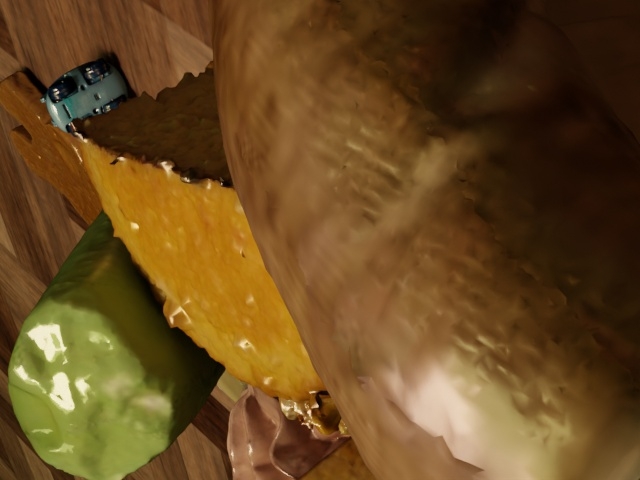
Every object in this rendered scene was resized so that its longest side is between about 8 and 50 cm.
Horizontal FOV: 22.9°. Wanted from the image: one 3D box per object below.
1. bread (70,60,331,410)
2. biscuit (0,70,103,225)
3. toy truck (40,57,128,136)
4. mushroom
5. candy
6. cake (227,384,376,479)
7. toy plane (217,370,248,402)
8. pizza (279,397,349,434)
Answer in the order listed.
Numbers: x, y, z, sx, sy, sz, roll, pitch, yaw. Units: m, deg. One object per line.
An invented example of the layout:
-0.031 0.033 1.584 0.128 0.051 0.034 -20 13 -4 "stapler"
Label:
0.000 0.000 0.996 0.340 0.194 0.179 21 128 48 "bread"
-0.250 -0.077 1.600 0.236 0.040 0.144 38 158 32 "biscuit"
-0.215 -0.132 1.422 0.056 0.073 0.090 65 169 -21 "toy truck"
0.049 -0.074 0.653 0.397 0.314 0.224 45 148 17 "mushroom"
-0.125 0.039 1.173 0.142 0.343 0.132 42 116 -7 "candy"
0.015 0.156 1.206 0.178 0.208 0.185 62 174 0 "cake"
-0.117 0.056 1.416 0.256 0.104 0.242 47 178 -15 "toy plane"
0.075 0.108 1.088 0.199 0.188 0.062 20 117 20 "pizza"
